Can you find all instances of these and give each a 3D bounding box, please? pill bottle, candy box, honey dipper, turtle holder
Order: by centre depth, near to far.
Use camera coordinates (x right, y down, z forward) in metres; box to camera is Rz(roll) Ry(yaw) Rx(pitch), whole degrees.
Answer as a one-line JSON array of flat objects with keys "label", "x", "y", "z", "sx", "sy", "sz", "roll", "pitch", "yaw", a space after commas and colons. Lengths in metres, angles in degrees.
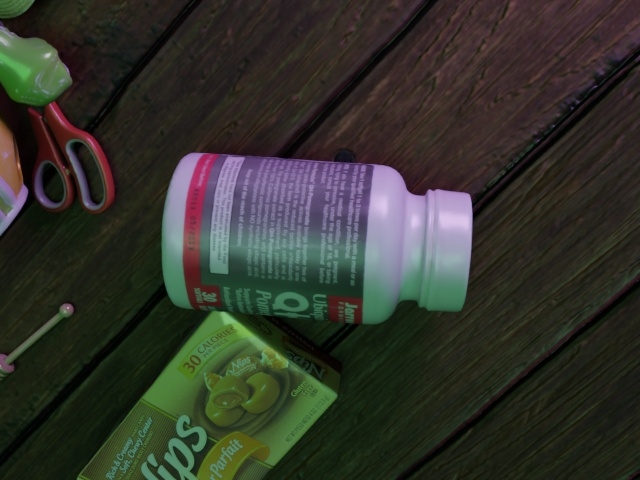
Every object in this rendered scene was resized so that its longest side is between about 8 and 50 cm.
[{"label": "pill bottle", "x": 0.000, "y": 0.000, "z": 0.895, "sx": 0.318, "sy": 0.176, "sz": 0.177, "roll": 4, "pitch": 107, "yaw": 5}, {"label": "turtle holder", "x": -0.441, "y": -0.101, "z": 0.907, "sx": 0.227, "sy": 0.243, "sz": 0.320, "roll": 42, "pitch": 69, "yaw": -24}, {"label": "candy box", "x": -0.141, "y": 0.232, "z": 1.027, "sx": 0.183, "sy": 0.087, "sz": 0.316, "roll": 38, "pitch": 108, "yaw": -6}, {"label": "honey dipper", "x": -0.380, "y": 0.133, "z": 1.057, "sx": 0.160, "sy": 0.030, "sz": 0.030, "roll": -40, "pitch": 99, "yaw": 12}]

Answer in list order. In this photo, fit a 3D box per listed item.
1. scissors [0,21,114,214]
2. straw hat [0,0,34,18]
[{"label": "scissors", "x": -0.326, "y": -0.169, "z": 0.962, "sx": 0.108, "sy": 0.021, "sz": 0.297, "roll": -9, "pitch": 103, "yaw": 18}, {"label": "straw hat", "x": -0.378, "y": -0.307, "z": 0.881, "sx": 0.144, "sy": 0.061, "sz": 0.145, "roll": 9, "pitch": 112, "yaw": 22}]
